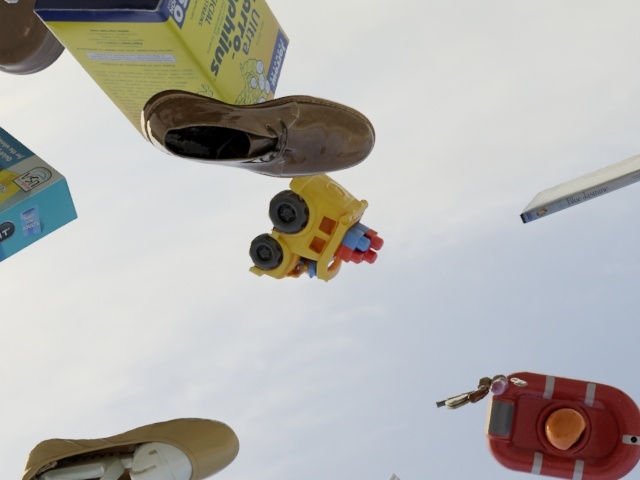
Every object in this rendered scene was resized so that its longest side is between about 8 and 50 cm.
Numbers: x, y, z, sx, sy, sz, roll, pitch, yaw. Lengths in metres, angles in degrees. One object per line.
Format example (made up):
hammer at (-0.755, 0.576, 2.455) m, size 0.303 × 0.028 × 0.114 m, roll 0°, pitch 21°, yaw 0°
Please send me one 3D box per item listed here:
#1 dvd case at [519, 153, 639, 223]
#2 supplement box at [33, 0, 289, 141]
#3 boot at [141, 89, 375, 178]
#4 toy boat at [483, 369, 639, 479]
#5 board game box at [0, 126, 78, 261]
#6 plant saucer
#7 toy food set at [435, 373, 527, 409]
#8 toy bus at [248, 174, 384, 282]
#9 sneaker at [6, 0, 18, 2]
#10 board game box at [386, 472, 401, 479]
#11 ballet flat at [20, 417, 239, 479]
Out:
dvd case at (0.496, -0.102, 2.388) m, size 0.253 × 0.022 × 0.180 m, roll -22°, pitch -173°, yaw 24°
supplement box at (-0.208, -0.300, 1.845) m, size 0.195 × 0.356 × 0.194 m, roll 5°, pitch -113°, yaw 22°
boot at (-0.064, -0.121, 1.643) m, size 0.305 × 0.112 × 0.115 m, roll 2°, pitch -161°, yaw -20°
toy boat at (0.355, 0.272, 1.902) m, size 0.231 × 0.151 × 0.151 m, roll 8°, pitch 175°, yaw 7°
board game box at (-0.537, -0.031, 1.758) m, size 0.336 × 0.079 × 0.254 m, roll -33°, pitch -134°, yaw -26°
plant saucer at (-0.533, -0.411, 2.211) m, size 0.278 × 0.278 × 0.041 m, roll 1°, pitch -161°, yaw 29°
toy food set at (0.222, 0.209, 1.836) m, size 0.122 × 0.019 × 0.078 m, roll -18°, pitch -175°, yaw -9°
toy bus at (0.000, 0.000, 2.422) m, size 0.211 × 0.220 × 0.149 m, roll 32°, pitch -154°, yaw 7°
sneaker at (-0.455, -0.377, 1.787) m, size 0.089 × 0.051 × 0.170 m, roll -7°, pitch 160°, yaw -16°
board game box at (0.112, 0.378, 1.676) m, size 0.035 × 0.136 × 0.201 m, roll -47°, pitch 171°, yaw 13°
ballet flat at (-0.194, 0.232, 1.321) m, size 0.232 × 0.080 × 0.073 m, roll -11°, pitch -158°, yaw 16°
